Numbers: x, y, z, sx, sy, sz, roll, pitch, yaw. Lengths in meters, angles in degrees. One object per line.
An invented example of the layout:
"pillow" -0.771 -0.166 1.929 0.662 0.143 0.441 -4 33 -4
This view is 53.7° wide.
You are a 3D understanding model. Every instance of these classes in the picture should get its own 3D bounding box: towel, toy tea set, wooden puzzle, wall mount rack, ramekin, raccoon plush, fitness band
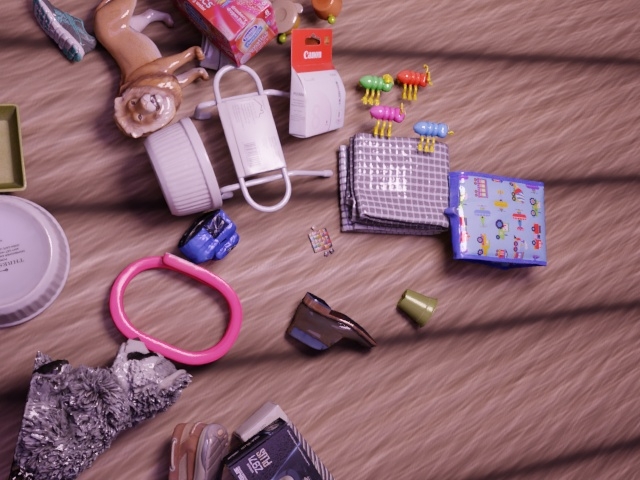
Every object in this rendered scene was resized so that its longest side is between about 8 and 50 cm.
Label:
"towel" 0.190 -0.139 1.574 0.283 0.121 0.235 3 79 -19
"toy tea set" -0.023 -0.589 1.582 0.199 0.124 0.336 17 94 18
"wooden puzzle" 0.000 0.000 1.542 0.049 0.006 0.083 -19 88 -22
"wall mount rack" -0.122 -0.237 1.481 0.303 0.130 0.350 -15 86 -18
"ramekin" -0.637 0.033 1.243 0.272 0.127 0.273 4 79 -19
"raccoon plush" -0.426 0.405 1.219 0.298 0.216 0.447 13 78 -22
"fitness band" -0.314 0.151 1.383 0.290 0.054 0.209 27 76 -13
"ramekin" -0.300 -0.151 1.360 0.108 0.207 0.207 -22 89 -13

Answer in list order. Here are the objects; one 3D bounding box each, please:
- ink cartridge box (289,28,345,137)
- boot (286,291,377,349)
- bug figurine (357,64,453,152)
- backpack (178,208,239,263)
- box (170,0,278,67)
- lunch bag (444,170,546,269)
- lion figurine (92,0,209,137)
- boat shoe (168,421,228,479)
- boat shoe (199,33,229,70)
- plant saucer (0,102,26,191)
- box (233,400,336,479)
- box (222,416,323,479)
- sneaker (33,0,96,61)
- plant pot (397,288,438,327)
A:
"ink cartridge box" -0.002 -0.369 1.477 0.189 0.066 0.233 -29 131 -55
"boot" 0.025 0.219 1.493 0.219 0.082 0.106 35 93 -16
"bug figurine" 0.209 -0.346 1.579 0.216 0.072 0.279 1 53 -16
"backpack" -0.248 0.000 1.405 0.120 0.098 0.101 -45 101 -21
"box" -0.228 -0.529 1.398 0.128 0.123 0.257 -42 77 -7
"lunch bag" 0.429 -0.051 1.597 0.293 0.138 0.221 8 78 -36
"lion figurine" -0.409 -0.418 1.410 0.240 0.142 0.392 -29 74 -14
"boat shoe" -0.275 0.532 1.309 0.116 0.123 0.325 8 86 16
"boat shoe" -0.254 -0.517 1.496 0.075 0.083 0.227 0 82 -21
"plant saucer" -0.711 -0.182 1.296 0.188 0.045 0.189 -6 83 -21
"box" -0.063 0.497 1.389 0.113 0.094 0.275 -39 96 -20
"box" -0.089 0.482 1.291 0.147 0.077 0.180 -31 93 -17
"sneaker" -0.565 -0.476 1.399 0.167 0.065 0.076 53 52 -8
"plant pot" 0.237 0.161 1.569 0.079 0.083 0.083 31 72 1
